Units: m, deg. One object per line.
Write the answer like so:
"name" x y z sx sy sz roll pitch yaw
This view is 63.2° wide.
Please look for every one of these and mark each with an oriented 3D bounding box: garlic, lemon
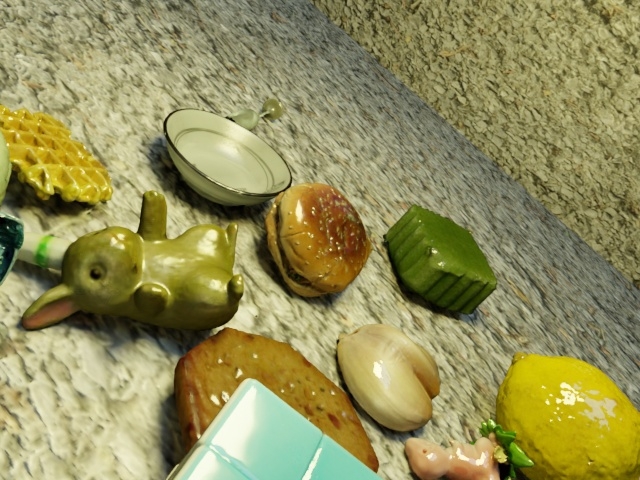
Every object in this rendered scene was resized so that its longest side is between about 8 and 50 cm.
"garlic" 0.139 0.249 1.004 0.228 0.110 0.217 35 35 -4
"lemon" 0.497 0.374 1.057 0.268 0.268 0.322 9 40 -38

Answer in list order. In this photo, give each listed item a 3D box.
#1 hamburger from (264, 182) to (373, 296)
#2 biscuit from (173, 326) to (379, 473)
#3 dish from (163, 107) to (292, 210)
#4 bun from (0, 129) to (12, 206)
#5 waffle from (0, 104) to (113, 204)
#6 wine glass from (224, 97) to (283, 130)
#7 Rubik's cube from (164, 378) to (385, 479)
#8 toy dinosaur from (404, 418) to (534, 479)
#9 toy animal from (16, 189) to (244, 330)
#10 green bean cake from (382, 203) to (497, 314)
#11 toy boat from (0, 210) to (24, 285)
"hamburger" 0.000 0.000 1.120 0.286 0.146 0.243 29 49 -46
"biscuit" -0.060 0.269 0.775 0.359 0.046 0.359 34 17 -12
"dish" -0.221 -0.166 1.179 0.316 0.106 0.317 26 31 -17
"bun" -0.500 -0.104 0.715 0.108 0.221 0.221 -4 51 -47
"waffle" -0.472 -0.142 0.876 0.229 0.057 0.219 44 12 11
"wine glass" -0.196 -0.347 1.468 0.074 0.074 0.262 40 33 4
"Rubik's cube" -0.075 0.369 0.463 0.291 0.291 0.290 38 31 3
"toy dinosaur" 0.267 0.395 0.915 0.177 0.152 0.194 -11 49 -41
"toy animal" -0.285 0.042 0.777 0.362 0.180 0.181 13 44 -31
"green bean cake" 0.313 0.053 1.374 0.246 0.156 0.250 22 35 -26
"toy boat" -0.442 0.026 0.691 0.060 0.137 0.061 29 3 -28
